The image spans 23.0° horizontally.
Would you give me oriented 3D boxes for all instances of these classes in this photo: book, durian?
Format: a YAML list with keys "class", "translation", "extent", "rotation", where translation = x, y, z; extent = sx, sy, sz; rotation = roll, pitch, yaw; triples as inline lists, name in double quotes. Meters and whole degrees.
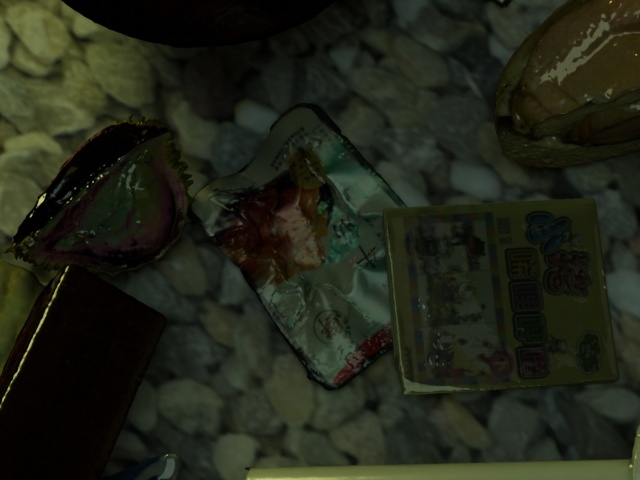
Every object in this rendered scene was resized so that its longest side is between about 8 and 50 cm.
- class: "book"
  translation: [0.155, 0.047, 1.369]
  extent: [0.192, 0.013, 0.168]
  rotation: [-4, 76, -5]
- class: "durian"
  translation: [-0.180, -0.026, 1.397]
  extent: [0.186, 0.119, 0.108]
  rotation: [-41, 115, 6]

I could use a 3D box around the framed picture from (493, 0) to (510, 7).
- class: "framed picture"
  translation: [0.125, -0.361, 1.481]
  extent: [0.260, 0.023, 0.189]
  rotation: [38, 85, 11]

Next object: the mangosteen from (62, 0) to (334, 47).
- class: "mangosteen"
  translation: [-0.095, -0.364, 1.337]
  extent: [0.381, 0.381, 0.421]
  rotation: [-19, 38, 0]

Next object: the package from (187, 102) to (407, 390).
- class: "package"
  translation: [0.000, 0.000, 1.392]
  extent: [0.166, 0.040, 0.232]
  rotation: [-37, 78, -5]

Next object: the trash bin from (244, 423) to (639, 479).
- class: "trash bin"
  translation: [0.126, 0.258, 1.227]
  extent: [0.367, 0.256, 0.296]
  rotation: [1, 78, 13]

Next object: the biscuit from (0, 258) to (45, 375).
- class: "biscuit"
  translation: [-0.317, 0.088, 1.331]
  extent: [0.273, 0.036, 0.187]
  rotation: [2, 68, -32]

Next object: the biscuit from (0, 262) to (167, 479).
- class: "biscuit"
  translation: [-0.218, 0.144, 1.294]
  extent: [0.106, 0.070, 0.252]
  rotation: [31, 50, -15]

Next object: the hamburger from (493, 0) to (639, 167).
- class: "hamburger"
  translation: [0.247, -0.144, 1.379]
  extent: [0.207, 0.135, 0.155]
  rotation: [-25, 59, 13]

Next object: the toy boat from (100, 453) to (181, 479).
- class: "toy boat"
  translation: [-0.155, 0.324, 1.276]
  extent: [0.142, 0.129, 0.309]
  rotation: [1, 70, 19]
